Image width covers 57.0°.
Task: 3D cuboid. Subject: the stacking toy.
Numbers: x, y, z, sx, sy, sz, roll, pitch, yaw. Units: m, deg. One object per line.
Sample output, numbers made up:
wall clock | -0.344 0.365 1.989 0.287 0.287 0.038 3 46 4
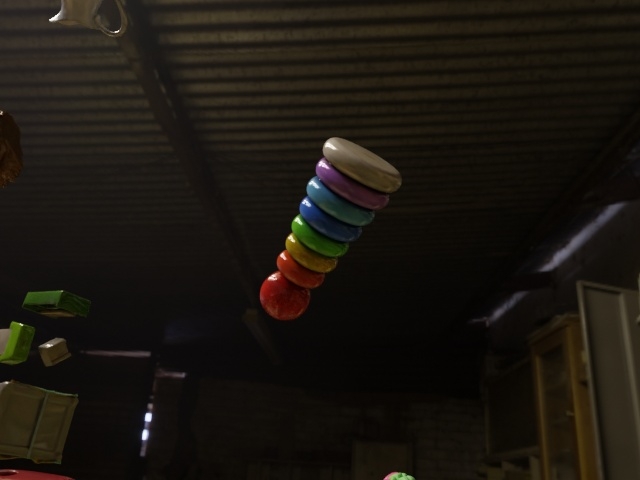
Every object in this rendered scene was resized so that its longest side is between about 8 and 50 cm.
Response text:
stacking toy | 0.000 0.000 0.999 0.141 0.141 0.330 18 -69 -32

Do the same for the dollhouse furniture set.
dollhouse furniture set | -0.263 0.121 0.535 0.059 0.151 0.076 -8 -27 34

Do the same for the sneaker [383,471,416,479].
sneaker | 0.107 0.363 0.549 0.202 0.185 0.483 23 6 15

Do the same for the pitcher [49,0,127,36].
pitcher | -0.521 -0.586 1.357 0.178 0.207 0.125 14 17 -4

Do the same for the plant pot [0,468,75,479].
plant pot | -0.339 0.305 0.541 0.174 0.191 0.191 10 -22 -3

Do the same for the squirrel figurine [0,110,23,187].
squirrel figurine | -0.750 -0.184 1.010 0.371 0.280 0.397 -10 -11 -3
